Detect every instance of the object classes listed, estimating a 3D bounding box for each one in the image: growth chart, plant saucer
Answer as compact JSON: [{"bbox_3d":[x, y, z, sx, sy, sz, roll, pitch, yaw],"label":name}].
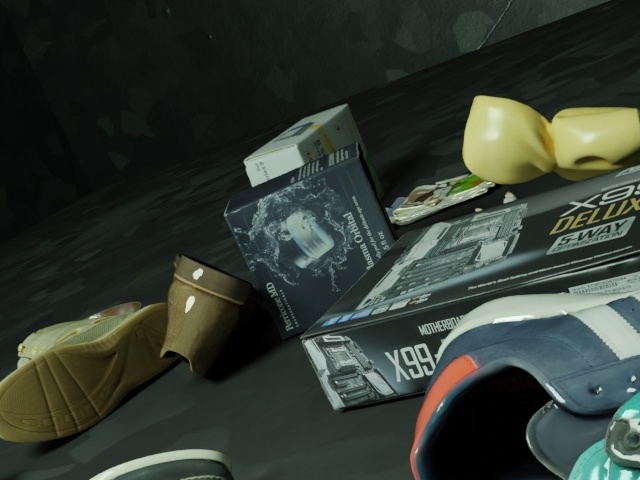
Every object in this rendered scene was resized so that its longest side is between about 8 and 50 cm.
[{"bbox_3d":[0.163,-0.064,1.541,0.237,0.021,0.172,-21,11,12],"label":"growth chart"},{"bbox_3d":[-0.319,0.136,1.600,0.168,0.029,0.168,-23,13,6],"label":"plant saucer"}]

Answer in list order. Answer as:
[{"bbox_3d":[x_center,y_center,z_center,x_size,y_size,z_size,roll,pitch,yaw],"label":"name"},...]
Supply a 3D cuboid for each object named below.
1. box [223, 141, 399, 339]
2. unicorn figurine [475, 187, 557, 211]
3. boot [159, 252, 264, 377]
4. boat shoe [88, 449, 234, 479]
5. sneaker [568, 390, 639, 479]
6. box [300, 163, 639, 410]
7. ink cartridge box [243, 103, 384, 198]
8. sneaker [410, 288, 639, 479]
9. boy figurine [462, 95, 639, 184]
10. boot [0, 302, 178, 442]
[{"bbox_3d":[0.000,0.000,1.255,0.158,0.156,0.093,-23,13,7],"label":"box"},{"bbox_3d":[0.235,-0.023,1.139,0.161,0.060,0.111,-25,20,-1],"label":"unicorn figurine"},{"bbox_3d":[-0.133,0.083,1.298,0.305,0.112,0.115,68,-136,-88],"label":"boot"},{"bbox_3d":[-0.168,0.226,0.859,0.233,0.084,0.079,-20,49,-12],"label":"boat shoe"},{"bbox_3d":[0.174,0.126,0.436,0.178,0.124,0.295,-11,10,32],"label":"sneaker"},{"bbox_3d":[0.170,0.031,0.978,0.307,0.077,0.242,-17,14,33],"label":"box"},{"bbox_3d":[-0.005,-0.085,1.631,0.093,0.154,0.212,-16,14,29],"label":"ink cartridge box"},{"bbox_3d":[0.199,0.085,0.616,0.350,0.131,0.148,-22,18,38],"label":"sneaker"},{"bbox_3d":[0.281,-0.106,1.130,0.285,0.092,0.177,-3,1,5],"label":"boy figurine"},{"bbox_3d":[-0.305,0.154,1.332,0.203,0.095,0.262,-11,16,46],"label":"boot"}]
